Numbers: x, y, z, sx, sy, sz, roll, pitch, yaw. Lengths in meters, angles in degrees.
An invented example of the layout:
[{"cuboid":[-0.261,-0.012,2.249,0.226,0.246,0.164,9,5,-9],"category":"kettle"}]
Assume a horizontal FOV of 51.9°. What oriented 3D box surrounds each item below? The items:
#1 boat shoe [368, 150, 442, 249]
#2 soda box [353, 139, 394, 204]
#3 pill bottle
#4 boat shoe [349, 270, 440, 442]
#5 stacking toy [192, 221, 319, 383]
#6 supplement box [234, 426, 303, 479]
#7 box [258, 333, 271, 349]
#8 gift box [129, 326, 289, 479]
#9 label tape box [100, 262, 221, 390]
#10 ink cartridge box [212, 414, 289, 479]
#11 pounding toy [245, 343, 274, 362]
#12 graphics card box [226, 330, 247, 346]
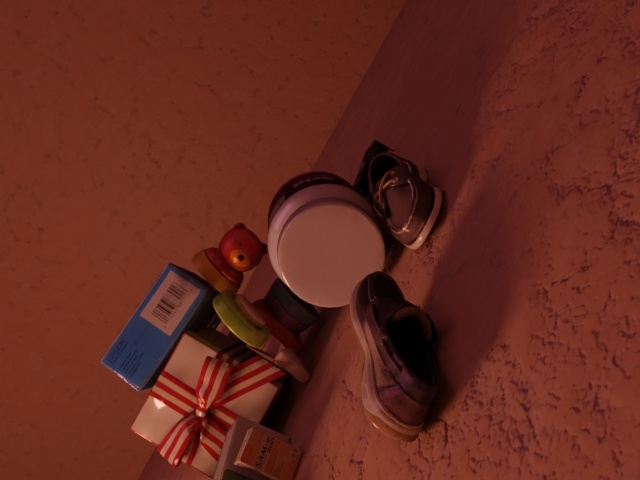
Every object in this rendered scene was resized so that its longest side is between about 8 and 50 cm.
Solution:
[{"cuboid":[0.141,-0.082,1.177,0.116,0.097,0.324,-58,10,20],"category":"boat shoe"},{"cuboid":[0.124,-0.162,1.599,0.053,0.060,0.169,-51,15,53],"category":"soda box"},{"cuboid":[0.005,-0.013,1.319,0.224,0.224,0.392,-60,10,8],"category":"pill bottle"},{"cuboid":[0.101,0.121,0.831,0.092,0.103,0.285,-52,17,25],"category":"boat shoe"},{"cuboid":[-0.099,0.121,1.360,0.130,0.309,0.279,-45,29,6],"category":"stacking toy"},{"cuboid":[-0.087,0.365,1.108,0.036,0.098,0.062,-47,18,56],"category":"supplement box"},{"cuboid":[-0.131,0.216,1.988,0.201,0.021,0.164,-54,12,36],"category":"box"},{"cuboid":[-0.198,0.332,1.369,0.258,0.276,0.255,38,-103,-84],"category":"gift box"},{"cuboid":[-0.321,0.191,1.450,0.240,0.106,0.334,-56,-6,-6],"category":"label tape box"},{"cuboid":[-0.126,0.414,1.145,0.062,0.109,0.209,-57,11,26],"category":"ink cartridge box"},{"cuboid":[-0.206,0.347,1.774,0.130,0.100,0.141,-63,10,-8],"category":"pounding toy"},{"cuboid":[-0.325,0.476,2.068,0.233,0.094,0.371,-57,11,24],"category":"graphics card box"}]
